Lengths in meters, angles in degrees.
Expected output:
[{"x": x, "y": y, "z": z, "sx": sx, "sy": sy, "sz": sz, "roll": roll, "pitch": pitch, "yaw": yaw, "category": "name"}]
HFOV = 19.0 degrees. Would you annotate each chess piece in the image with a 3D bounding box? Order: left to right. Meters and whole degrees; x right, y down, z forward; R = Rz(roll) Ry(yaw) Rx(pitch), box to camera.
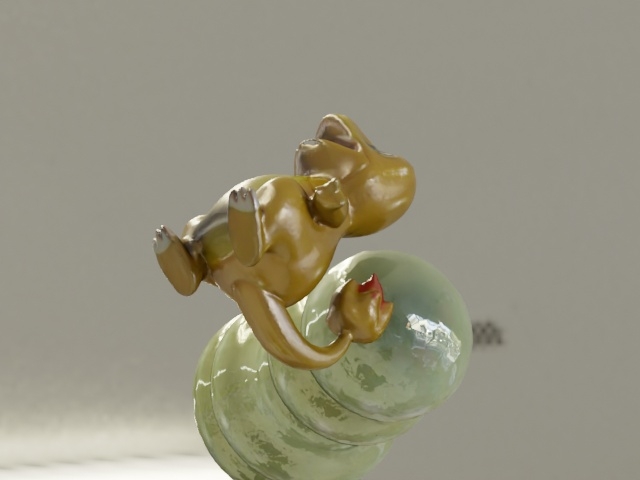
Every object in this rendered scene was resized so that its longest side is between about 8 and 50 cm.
[{"x": 0.019, "y": 0.080, "z": 1.230, "sx": 0.144, "sy": 0.144, "sz": 0.251, "roll": 11, "pitch": -20, "yaw": -16, "category": "chess piece"}]

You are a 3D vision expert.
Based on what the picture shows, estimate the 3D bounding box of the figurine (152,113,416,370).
[{"x": 0.003, "y": 0.002, "z": 1.098, "sx": 0.121, "sy": 0.176, "sz": 0.122, "roll": -28, "pitch": -84, "yaw": 44, "category": "figurine"}]
